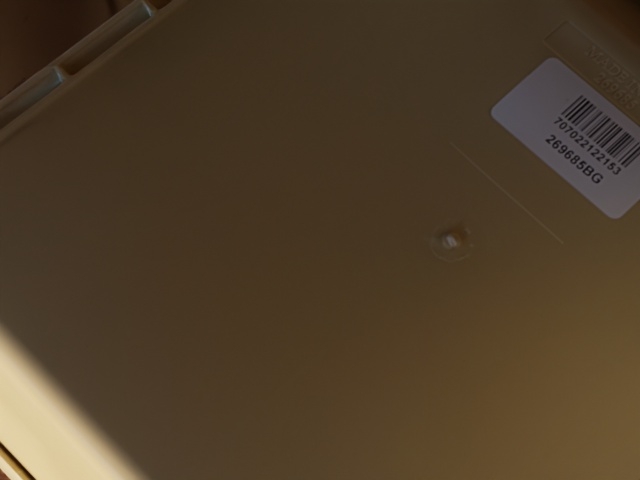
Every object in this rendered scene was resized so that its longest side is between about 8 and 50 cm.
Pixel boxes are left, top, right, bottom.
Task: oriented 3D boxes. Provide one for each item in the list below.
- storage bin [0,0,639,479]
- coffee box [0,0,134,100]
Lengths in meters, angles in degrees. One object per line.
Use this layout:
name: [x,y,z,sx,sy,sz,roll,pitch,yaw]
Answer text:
storage bin: [0.038,0.025,0.582,0.262,0.260,0.123,43,160,19]
coffee box: [-0.318,-0.095,0.867,0.334,0.337,0.338,19,141,32]
